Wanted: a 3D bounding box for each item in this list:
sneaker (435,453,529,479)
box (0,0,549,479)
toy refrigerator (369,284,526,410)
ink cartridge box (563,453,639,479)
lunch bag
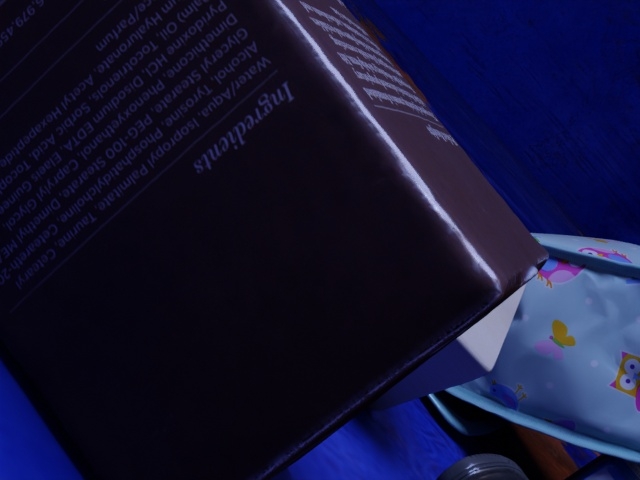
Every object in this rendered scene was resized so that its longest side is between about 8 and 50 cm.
[{"bbox_3d":[0.138,0.197,0.710,0.170,0.051,0.089,41,12,-43],"label":"sneaker"},{"bbox_3d":[-0.037,-0.015,0.483,0.203,0.167,0.168,53,14,9],"label":"box"},{"bbox_3d":[-0.007,-0.029,0.675,0.269,0.102,0.094,46,46,-16],"label":"toy refrigerator"},{"bbox_3d":[0.241,0.234,0.858,0.148,0.086,0.203,54,16,14],"label":"ink cartridge box"},{"bbox_3d":[0.175,0.072,0.888,0.262,0.160,0.223,11,2,22],"label":"lunch bag"}]
